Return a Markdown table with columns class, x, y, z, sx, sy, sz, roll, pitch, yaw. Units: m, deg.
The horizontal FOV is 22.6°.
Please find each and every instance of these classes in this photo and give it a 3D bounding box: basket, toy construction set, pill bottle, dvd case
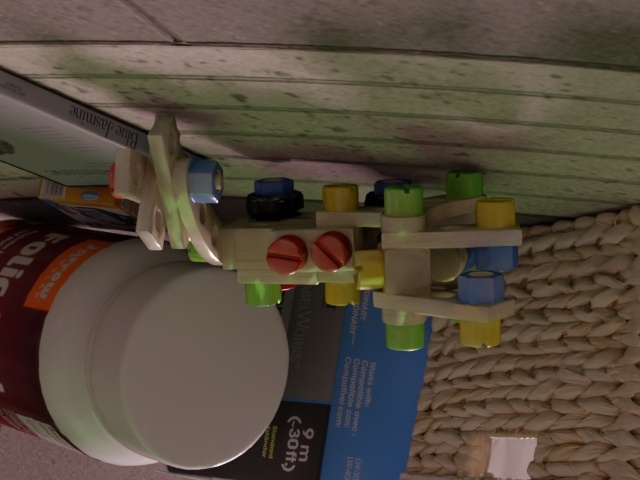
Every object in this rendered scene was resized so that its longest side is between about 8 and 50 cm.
| class | x | y | z | sx | sy | sz | roll | pitch | yaw |
| --- | --- | --- | --- | --- | --- | --- | --- | --- | --- |
| basket | 0.297 | 0.147 | 1.426 | 0.331 | 0.266 | 0.328 | 16 | 167 | -26 |
| toy construction set | 0.000 | 0.000 | 1.236 | 0.328 | 0.151 | 0.215 | 15 | -166 | 11 |
| pill bottle | -0.223 | 0.101 | 1.609 | 0.224 | 0.224 | 0.392 | 19 | 173 | -39 |
| dvd case | -0.237 | -0.088 | 1.316 | 0.180 | 0.022 | 0.253 | -1 | 165 | 39 |

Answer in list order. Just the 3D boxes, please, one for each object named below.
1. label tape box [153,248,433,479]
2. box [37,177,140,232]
| class | x | y | z | sx | sy | sz | roll | pitch | yaw |
| --- | --- | --- | --- | --- | --- | --- | --- | --- | --- |
| label tape box | 0.001 | 0.134 | 1.632 | 0.348 | 0.249 | 0.115 | -1 | 165 | 43 |
| box | -0.207 | -0.032 | 1.552 | 0.081 | 0.028 | 0.136 | 6 | 167 | 19 |
